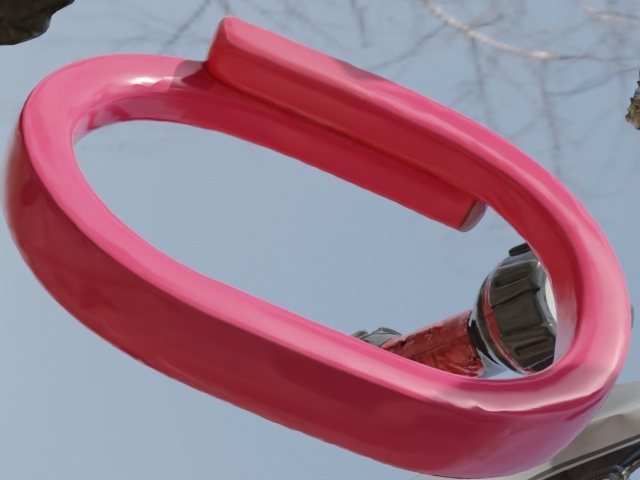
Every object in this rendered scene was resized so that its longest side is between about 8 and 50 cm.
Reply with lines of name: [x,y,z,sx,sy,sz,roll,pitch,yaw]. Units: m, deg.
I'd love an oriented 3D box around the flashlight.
flashlight: [0.096,0.080,1.453,0.103,0.103,0.304,48,-39,-15]

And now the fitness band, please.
fitness band: [0.000,0.000,0.868,0.291,0.209,0.054,22,-51,-7]

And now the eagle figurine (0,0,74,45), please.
eagle figurine: [-0.209,-0.121,0.666,0.225,0.226,0.298,65,-33,16]

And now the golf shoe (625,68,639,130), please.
golf shoe: [0.238,-0.100,1.189,0.086,0.176,0.069,13,-64,9]

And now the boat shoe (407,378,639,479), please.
boat shoe: [0.145,0.153,1.198,0.080,0.228,0.076,1,-67,69]
